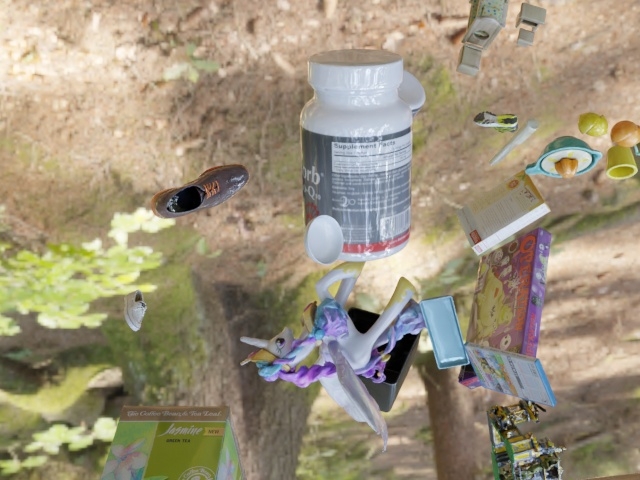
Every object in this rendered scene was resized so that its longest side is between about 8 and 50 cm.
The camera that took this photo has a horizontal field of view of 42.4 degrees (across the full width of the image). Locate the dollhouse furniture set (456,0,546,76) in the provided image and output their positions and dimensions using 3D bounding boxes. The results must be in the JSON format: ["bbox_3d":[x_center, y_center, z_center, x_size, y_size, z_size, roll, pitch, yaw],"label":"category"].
[{"bbox_3d":[0.384,-0.427,1.697,0.161,0.181,0.101,15,160,-6],"label":"dollhouse furniture set"}]

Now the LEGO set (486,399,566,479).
[{"bbox_3d":[0.556,0.555,2.101,0.192,0.331,0.255,-14,-165,-4],"label":"LEGO set"}]

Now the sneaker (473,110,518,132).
[{"bbox_3d":[0.314,-0.207,1.475,0.083,0.031,0.035,13,154,33],"label":"sneaker"}]

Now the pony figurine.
[{"bbox_3d":[0.058,0.226,1.725,0.363,0.351,0.303,-45,-174,-12],"label":"pony figurine"}]

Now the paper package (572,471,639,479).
[{"bbox_3d":[0.540,0.524,1.297,0.310,0.168,0.325,-12,-162,18],"label":"paper package"}]

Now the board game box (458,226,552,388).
[{"bbox_3d":[0.418,0.152,1.865,0.056,0.346,0.208,32,145,-22],"label":"board game box"}]

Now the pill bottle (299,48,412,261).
[{"bbox_3d":[0.067,-0.162,1.541,0.210,0.362,0.210,-1,-157,1],"label":"pill bottle"}]

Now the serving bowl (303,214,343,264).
[{"bbox_3d":[0.000,0.000,1.374,0.083,0.083,0.027,14,166,-43],"label":"serving bowl"}]

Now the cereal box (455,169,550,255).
[{"bbox_3d":[0.517,-0.082,2.358,0.240,0.173,0.047,-33,127,16],"label":"cereal box"}]

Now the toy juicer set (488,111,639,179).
[{"bbox_3d":[0.554,-0.200,1.837,0.329,0.089,0.209,0,155,5],"label":"toy juicer set"}]

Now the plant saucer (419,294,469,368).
[{"bbox_3d":[0.256,0.187,1.698,0.067,0.018,0.192,-12,123,12],"label":"plant saucer"}]

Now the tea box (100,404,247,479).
[{"bbox_3d":[-0.270,0.532,1.540,0.220,0.323,0.329,-2,130,4],"label":"tea box"}]

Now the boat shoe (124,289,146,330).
[{"bbox_3d":[-0.344,0.128,1.546,0.035,0.100,0.035,-34,124,10],"label":"boat shoe"}]

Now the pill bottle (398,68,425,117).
[{"bbox_3d":[0.121,-0.262,1.836,0.130,0.130,0.245,5,145,-25],"label":"pill bottle"}]

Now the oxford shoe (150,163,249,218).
[{"bbox_3d":[-0.286,-0.119,2.074,0.271,0.096,0.098,-28,-164,-24],"label":"oxford shoe"}]

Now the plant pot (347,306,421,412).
[{"bbox_3d":[0.126,0.299,1.975,0.188,0.188,0.167,14,137,20],"label":"plant pot"}]

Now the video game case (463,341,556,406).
[{"bbox_3d":[0.360,0.254,1.572,0.166,0.015,0.119,8,135,48],"label":"video game case"}]
